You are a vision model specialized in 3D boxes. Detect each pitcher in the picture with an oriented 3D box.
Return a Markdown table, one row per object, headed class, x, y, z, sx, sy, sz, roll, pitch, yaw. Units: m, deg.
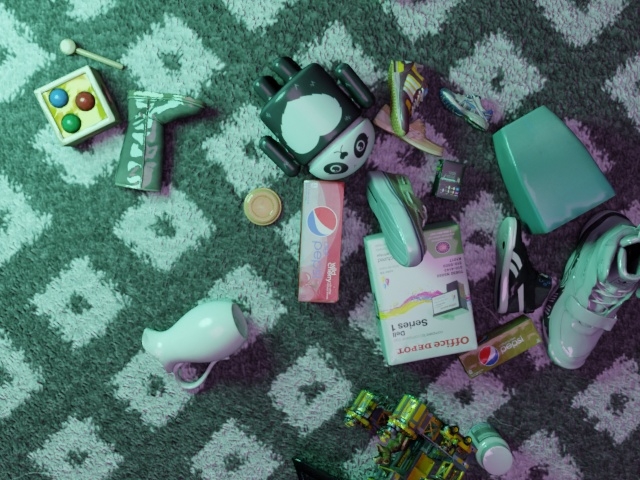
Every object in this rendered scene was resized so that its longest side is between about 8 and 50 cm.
| class | x | y | z | sx | sy | sz | roll | pitch | yaw |
| --- | --- | --- | --- | --- | --- | --- | --- | --- | --- |
| pitcher | -0.255 | 0.230 | 1.727 | 0.207 | 0.125 | 0.178 | -22 | 117 | 11 |

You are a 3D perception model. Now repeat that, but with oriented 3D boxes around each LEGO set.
| class | x | y | z | sx | sy | sz | roll | pitch | yaw |
| --- | --- | --- | --- | --- | --- | --- | --- | --- | --- |
| LEGO set | 0.159 | 0.455 | 1.654 | 0.255 | 0.331 | 0.192 | 42 | 70 | -18 |

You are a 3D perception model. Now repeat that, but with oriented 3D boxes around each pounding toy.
| class | x | y | z | sx | sy | sz | roll | pitch | yaw |
| --- | --- | --- | --- | --- | --- | --- | --- | --- | --- |
| pounding toy | -0.501 | -0.328 | 1.664 | 0.181 | 0.094 | 0.206 | -25 | 96 | 1 |

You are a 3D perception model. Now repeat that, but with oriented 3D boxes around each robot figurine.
| class | x | y | z | sx | sy | sz | roll | pitch | yaw |
| --- | --- | --- | --- | --- | --- | --- | --- | --- | --- |
| robot figurine | -0.013 | -0.253 | 1.646 | 0.278 | 0.209 | 0.173 | 47 | 54 | -5 |

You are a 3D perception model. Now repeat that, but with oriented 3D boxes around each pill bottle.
| class | x | y | z | sx | sy | sz | roll | pitch | yaw |
| --- | --- | --- | --- | --- | --- | --- | --- | --- | --- |
| pill bottle | 0.375 | 0.461 | 1.750 | 0.078 | 0.137 | 0.078 | 0 | 96 | -2 |

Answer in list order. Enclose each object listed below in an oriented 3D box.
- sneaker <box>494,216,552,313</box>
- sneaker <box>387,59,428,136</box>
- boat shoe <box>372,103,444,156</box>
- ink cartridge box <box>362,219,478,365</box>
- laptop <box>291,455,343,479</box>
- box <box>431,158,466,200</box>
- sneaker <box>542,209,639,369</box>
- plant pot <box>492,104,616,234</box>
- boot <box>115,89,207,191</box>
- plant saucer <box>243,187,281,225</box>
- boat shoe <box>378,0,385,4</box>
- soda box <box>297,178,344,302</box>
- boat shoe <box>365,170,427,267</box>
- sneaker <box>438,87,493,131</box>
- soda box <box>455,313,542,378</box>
| class | x | y | z | sx | sy | sz | roll | pitch | yaw |
| --- | --- | --- | --- | --- | --- | --- | --- | --- | --- |
| sneaker | 0.452 | 0.055 | 1.748 | 0.121 | 0.079 | 0.217 | 1 | 104 | -5 |
| sneaker | 0.190 | -0.303 | 1.672 | 0.083 | 0.070 | 0.186 | 1 | 66 | -5 |
| boat shoe | 0.198 | -0.238 | 1.712 | 0.170 | 0.063 | 0.059 | 28 | 100 | -4 |
| ink cartridge box | 0.216 | 0.112 | 1.720 | 0.201 | 0.117 | 0.278 | -10 | 97 | -1 |
| laptop | 0.023 | 0.617 | 1.712 | 0.234 | 0.264 | 0.137 | 21 | 59 | 21 |
| box | 0.278 | -0.131 | 1.725 | 0.052 | 0.062 | 0.083 | 11 | 96 | -4 |
| sneaker | 0.594 | 0.116 | 1.686 | 0.137 | 0.210 | 0.366 | 19 | 95 | -3 |
| plant pot | 0.476 | -0.155 | 1.687 | 0.165 | 0.166 | 0.234 | -29 | 88 | 1 |
| boot | -0.342 | -0.208 | 1.692 | 0.189 | 0.076 | 0.209 | 6 | 89 | 12 |
| plant saucer | -0.127 | -0.075 | 1.742 | 0.083 | 0.013 | 0.084 | 0 | 95 | -2 |
| boat shoe | 0.129 | -0.659 | 1.644 | 0.096 | 0.116 | 0.325 | -10 | 90 | 2 |
| soda box | 0.000 | 0.000 | 1.719 | 0.092 | 0.083 | 0.264 | 2 | 95 | -2 |
| boat shoe | 0.170 | -0.059 | 1.624 | 0.094 | 0.302 | 0.109 | -8 | 129 | -8 |
| sneaker | 0.317 | -0.295 | 1.722 | 0.135 | 0.052 | 0.058 | 35 | 84 | -12 |
| soda box | 0.395 | 0.235 | 1.768 | 0.181 | 0.058 | 0.061 | -28 | 96 | 1 |
